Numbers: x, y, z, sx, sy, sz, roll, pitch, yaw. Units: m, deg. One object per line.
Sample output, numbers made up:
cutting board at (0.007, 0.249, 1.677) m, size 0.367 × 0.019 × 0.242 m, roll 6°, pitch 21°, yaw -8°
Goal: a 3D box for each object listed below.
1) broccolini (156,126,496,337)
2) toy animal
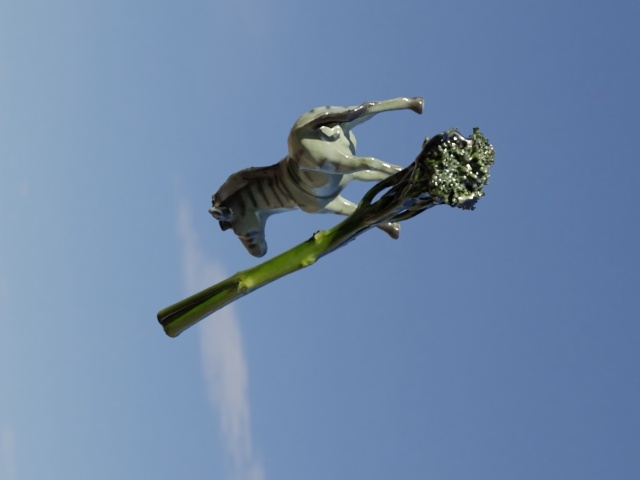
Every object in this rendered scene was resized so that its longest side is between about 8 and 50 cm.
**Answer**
broccolini at (0.000, -0.001, 0.934) m, size 0.218 × 0.044 × 0.042 m, roll -28°, pitch -125°, yaw 33°
toy animal at (-0.005, -0.062, 1.615) m, size 0.217 × 0.176 × 0.073 m, roll 106°, pitch -9°, yaw -58°
